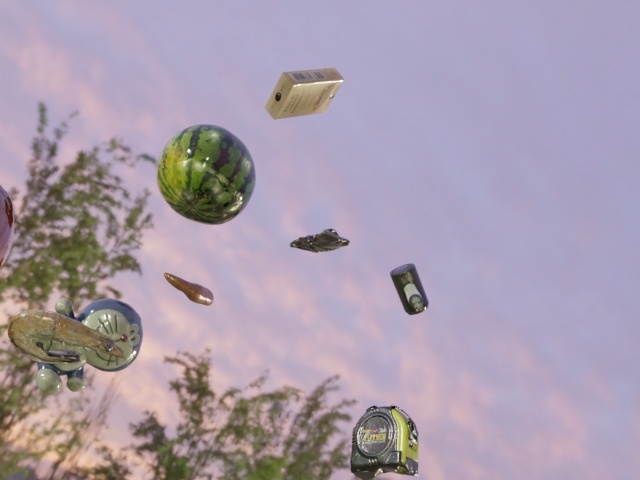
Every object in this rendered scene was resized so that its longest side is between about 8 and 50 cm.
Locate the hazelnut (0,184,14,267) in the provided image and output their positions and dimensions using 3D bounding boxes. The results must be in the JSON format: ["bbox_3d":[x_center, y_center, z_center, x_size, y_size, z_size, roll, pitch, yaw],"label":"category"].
[{"bbox_3d":[-0.618,-0.041,1.254,0.217,0.217,0.251,-12,-66,50],"label":"hazelnut"}]

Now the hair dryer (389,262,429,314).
[{"bbox_3d":[0.185,0.115,1.512,0.197,0.057,0.100,-81,149,-79],"label":"hair dryer"}]

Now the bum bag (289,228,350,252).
[{"bbox_3d":[0.000,0.000,1.838,0.087,0.049,0.198,17,-14,-25],"label":"bum bag"}]

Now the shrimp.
[{"bbox_3d":[-0.497,0.202,1.480,0.223,0.047,0.126,22,-63,-16],"label":"shrimp"}]

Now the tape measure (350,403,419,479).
[{"bbox_3d":[0.176,0.530,1.994,0.199,0.186,0.112,-15,-36,32],"label":"tape measure"}]

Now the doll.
[{"bbox_3d":[-0.556,0.241,1.824,0.259,0.228,0.154,-9,9,-18],"label":"doll"}]

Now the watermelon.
[{"bbox_3d":[-0.326,-0.191,2.173,0.285,0.285,0.285,19,-26,10],"label":"watermelon"}]

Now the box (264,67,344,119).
[{"bbox_3d":[-0.018,-0.166,0.854,0.024,0.083,0.053,51,-48,19],"label":"box"}]

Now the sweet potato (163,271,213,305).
[{"bbox_3d":[-0.396,0.161,2.388,0.078,0.058,0.255,34,-3,34],"label":"sweet potato"}]
